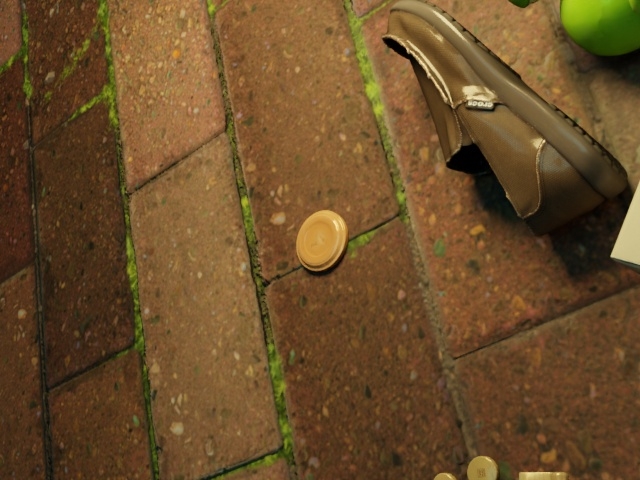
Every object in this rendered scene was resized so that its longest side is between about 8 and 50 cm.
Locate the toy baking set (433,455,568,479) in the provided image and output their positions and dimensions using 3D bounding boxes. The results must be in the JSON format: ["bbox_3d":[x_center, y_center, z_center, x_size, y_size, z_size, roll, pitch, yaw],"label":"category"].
[{"bbox_3d":[0.178,0.343,0.860,0.197,0.030,0.256,19,89,44],"label":"toy baking set"}]

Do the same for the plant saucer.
[{"bbox_3d":[0.000,0.000,1.117,0.084,0.013,0.083,-13,68,37],"label":"plant saucer"}]

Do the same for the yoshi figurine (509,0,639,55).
[{"bbox_3d":[0.350,-0.307,0.812,0.362,0.204,0.202,-30,63,46],"label":"yoshi figurine"}]

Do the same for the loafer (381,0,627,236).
[{"bbox_3d":[0.169,-0.143,0.942,0.130,0.134,0.366,-49,52,16],"label":"loafer"}]

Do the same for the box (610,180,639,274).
[{"bbox_3d":[0.374,-0.086,0.775,0.094,0.113,0.275,22,90,41],"label":"box"}]
